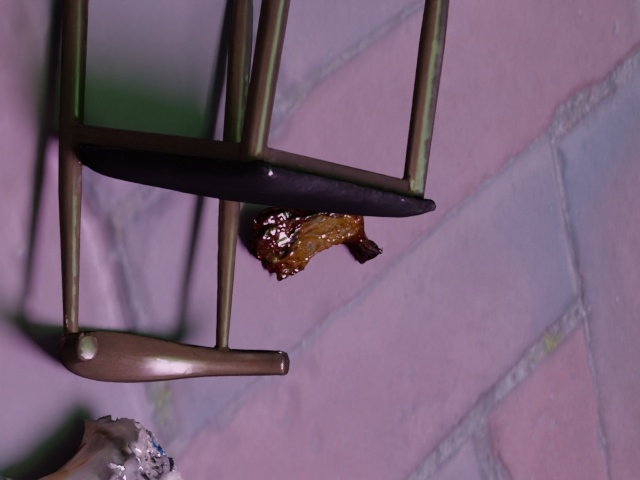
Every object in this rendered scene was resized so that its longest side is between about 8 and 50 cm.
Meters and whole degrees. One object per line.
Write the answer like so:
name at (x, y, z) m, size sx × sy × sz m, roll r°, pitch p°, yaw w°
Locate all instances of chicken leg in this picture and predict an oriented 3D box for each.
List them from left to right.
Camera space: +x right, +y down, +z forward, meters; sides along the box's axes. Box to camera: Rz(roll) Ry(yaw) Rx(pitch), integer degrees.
chicken leg at (0.002, -0.004, 1.304) m, size 0.145 × 0.037 × 0.062 m, roll -8°, pitch 125°, yaw -53°

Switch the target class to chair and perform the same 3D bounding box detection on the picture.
chair at (-0.044, -0.044, 1.119) m, size 0.188 × 0.166 × 0.272 m, roll 9°, pitch 89°, yaw -54°

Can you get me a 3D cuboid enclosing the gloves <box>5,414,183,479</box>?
gloves at (-0.117, 0.185, 1.139) m, size 0.114 × 0.070 × 0.153 m, roll -41°, pitch 129°, yaw -43°
